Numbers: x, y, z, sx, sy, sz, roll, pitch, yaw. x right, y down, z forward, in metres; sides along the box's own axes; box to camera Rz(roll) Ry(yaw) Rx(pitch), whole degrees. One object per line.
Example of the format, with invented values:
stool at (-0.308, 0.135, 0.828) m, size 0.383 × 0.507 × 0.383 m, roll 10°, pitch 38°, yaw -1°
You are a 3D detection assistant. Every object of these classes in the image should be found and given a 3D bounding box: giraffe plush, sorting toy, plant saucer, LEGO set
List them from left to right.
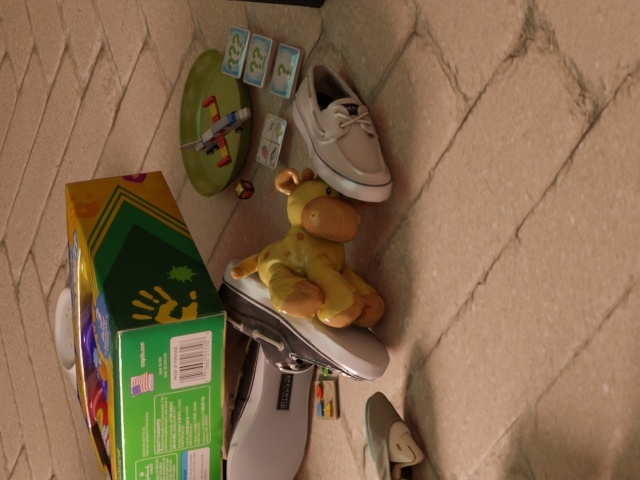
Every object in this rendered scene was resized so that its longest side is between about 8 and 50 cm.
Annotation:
plant saucer at (-0.166, -0.190, 2.262) m, size 0.241 × 0.037 × 0.241 m, roll -2°, pitch 88°, yaw 61°
LEGO set at (-0.123, -0.193, 2.110) m, size 0.182 × 0.060 × 0.244 m, roll 27°, pitch 108°, yaw 45°
giraffe plush at (0.000, 0.000, 1.835) m, size 0.210 × 0.181 × 0.170 m, roll 29°, pitch 105°, yaw 39°
sorting toy at (0.005, 0.213, 1.975) m, size 0.062 × 0.012 × 0.083 m, roll -12°, pitch 80°, yaw 61°

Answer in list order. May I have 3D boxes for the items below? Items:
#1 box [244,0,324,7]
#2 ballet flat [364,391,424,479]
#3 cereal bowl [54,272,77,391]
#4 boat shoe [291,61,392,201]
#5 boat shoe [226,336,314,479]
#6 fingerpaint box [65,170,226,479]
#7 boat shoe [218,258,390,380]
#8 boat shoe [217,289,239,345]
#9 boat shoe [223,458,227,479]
box at (-0.049, -0.407, 1.917) m, size 0.158 × 0.156 × 0.093 m, roll -53°, pitch 45°, yaw 49°
ballet flat at (0.104, 0.295, 1.756) m, size 0.068 × 0.072 × 0.213 m, roll -10°, pitch 81°, yaw 34°
cereal bowl at (-0.408, 0.164, 2.608) m, size 0.339 × 0.141 × 0.339 m, roll 1°, pitch 91°, yaw 63°
boat shoe at (0.027, -0.148, 1.846) m, size 0.258 × 0.095 × 0.084 m, roll 55°, pitch 141°, yaw 45°
boat shoe at (-0.083, 0.236, 2.038) m, size 0.105 × 0.113 × 0.306 m, roll -153°, pitch 68°, yaw -66°
fingerpaint box at (-0.272, 0.182, 2.115) m, size 0.371 × 0.163 × 0.445 m, roll -120°, pitch 27°, yaw -49°
boat shoe at (-0.033, 0.130, 1.881) m, size 0.301 × 0.108 × 0.102 m, roll 30°, pitch 106°, yaw 35°
boat shoe at (-0.177, 0.126, 2.256) m, size 0.228 × 0.080 × 0.076 m, roll 137°, pitch 151°, yaw -62°
boat shoe at (-0.147, 0.400, 2.205) m, size 0.178 × 0.064 × 0.060 m, roll 36°, pitch 119°, yaw 53°
